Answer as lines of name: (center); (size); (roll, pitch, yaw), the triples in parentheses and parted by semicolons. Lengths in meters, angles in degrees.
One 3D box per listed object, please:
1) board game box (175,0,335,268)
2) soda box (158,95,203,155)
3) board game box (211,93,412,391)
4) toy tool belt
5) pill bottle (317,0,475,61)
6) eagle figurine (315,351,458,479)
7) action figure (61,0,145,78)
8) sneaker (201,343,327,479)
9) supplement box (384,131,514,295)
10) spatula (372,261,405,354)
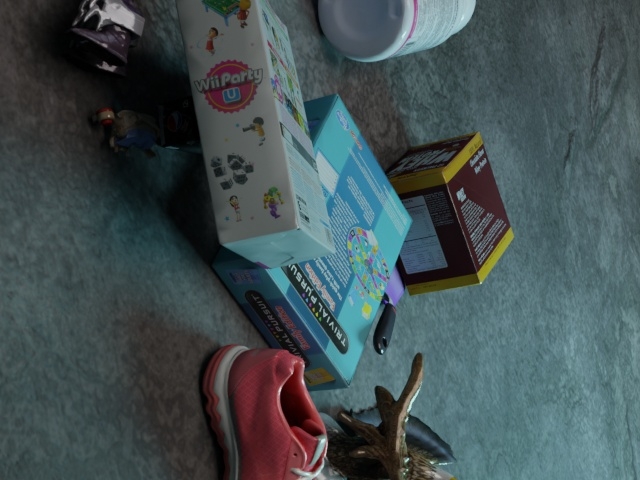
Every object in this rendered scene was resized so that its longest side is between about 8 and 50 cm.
board game box: (-0.074, -0.133, 1.377); (0.224, 0.098, 0.303); (42, 36, -77)
soda box: (-0.132, -0.140, 1.510); (0.169, 0.053, 0.060); (8, 75, -56)
board game box: (0.000, 0.000, 1.649); (0.253, 0.079, 0.336); (57, 40, -31)
toy tool belt: (-0.223, -0.123, 1.371); (0.083, 0.052, 0.051); (6, 68, -55)
pill bottle: (0.130, -0.377, 1.875); (0.283, 0.160, 0.160); (-25, 103, -57)
eagle figurine: (0.109, 0.329, 1.671); (0.226, 0.225, 0.298); (-36, 156, -12)
action figure: (-0.208, -0.331, 1.339); (0.099, 0.185, 0.285); (24, 75, -27)
sneaker: (-0.050, 0.279, 1.445); (0.116, 0.136, 0.313); (-19, 97, -56)
supplement box: (0.201, -0.045, 1.914); (0.191, 0.129, 0.194); (-44, 118, -55)
spatula: (0.098, 0.095, 1.763); (0.296, 0.030, 0.084); (-75, 144, -69)
